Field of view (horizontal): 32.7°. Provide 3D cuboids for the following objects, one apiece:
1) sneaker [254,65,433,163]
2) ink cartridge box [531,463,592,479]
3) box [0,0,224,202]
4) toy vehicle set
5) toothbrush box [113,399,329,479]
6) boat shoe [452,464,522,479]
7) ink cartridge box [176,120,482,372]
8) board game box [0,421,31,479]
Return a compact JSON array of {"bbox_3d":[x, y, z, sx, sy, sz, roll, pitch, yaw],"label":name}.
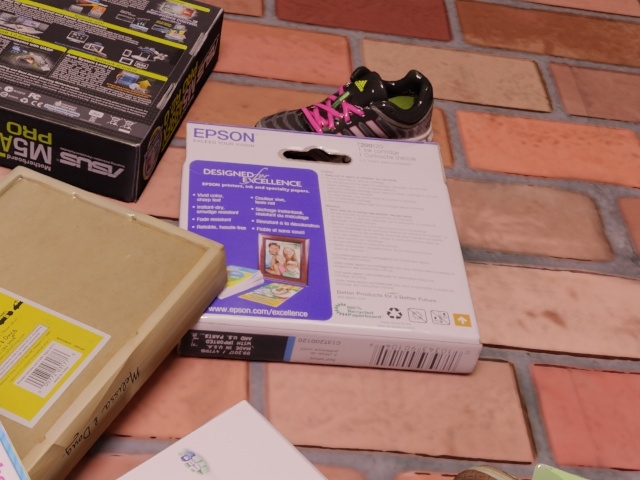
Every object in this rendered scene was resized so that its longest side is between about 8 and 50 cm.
[{"bbox_3d":[0.023,-0.104,0.888,0.170,0.075,0.063,-10,47,-24],"label":"sneaker"},{"bbox_3d":[0.199,0.224,0.526,0.235,0.056,0.171,18,82,3],"label":"ink cartridge box"},{"bbox_3d":[-0.238,-0.150,0.882,0.270,0.060,0.216,16,41,2],"label":"box"},{"bbox_3d":[-0.194,0.068,0.638,0.166,0.035,0.267,21,47,20],"label":"toy vehicle set"},{"bbox_3d":[-0.024,0.243,0.459,0.216,0.126,0.295,-29,57,-36],"label":"toothbrush box"},{"bbox_3d":[0.154,0.194,0.615,0.190,0.068,0.072,44,35,14],"label":"boat shoe"},{"bbox_3d":[0.000,0.000,0.790,0.206,0.045,0.208,5,44,-9],"label":"ink cartridge box"},{"bbox_3d":[-0.181,0.093,0.441,0.103,0.026,0.154,-22,69,-31],"label":"board game box"}]
